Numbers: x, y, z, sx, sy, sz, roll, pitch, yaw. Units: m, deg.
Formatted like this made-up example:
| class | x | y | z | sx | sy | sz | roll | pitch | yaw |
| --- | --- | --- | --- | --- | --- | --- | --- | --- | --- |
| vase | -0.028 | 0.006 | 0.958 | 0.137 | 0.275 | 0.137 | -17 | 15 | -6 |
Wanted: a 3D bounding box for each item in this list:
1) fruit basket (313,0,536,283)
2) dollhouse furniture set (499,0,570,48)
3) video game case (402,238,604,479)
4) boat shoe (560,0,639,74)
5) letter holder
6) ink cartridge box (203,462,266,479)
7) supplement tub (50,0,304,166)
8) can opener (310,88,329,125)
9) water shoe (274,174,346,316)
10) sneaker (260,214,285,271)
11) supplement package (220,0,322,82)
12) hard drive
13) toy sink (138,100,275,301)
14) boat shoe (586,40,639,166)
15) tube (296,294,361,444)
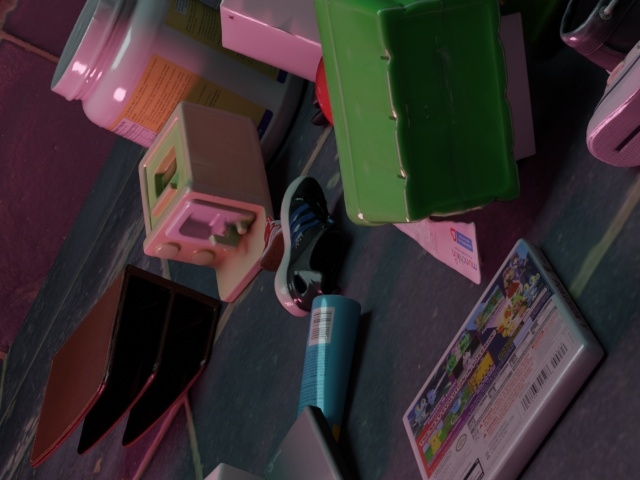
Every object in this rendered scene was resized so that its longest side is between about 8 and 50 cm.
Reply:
| class | x | y | z | sx | sy | sz | roll | pitch | yaw |
| --- | --- | --- | --- | --- | --- | --- | --- | --- | --- |
| fruit basket | 0.076 | -0.156 | 1.261 | 0.353 | 0.165 | 0.327 | -122 | 22 | -73 |
| dollhouse furniture set | 0.183 | -0.256 | 1.373 | 0.197 | 0.151 | 0.301 | -52 | -9 | -33 |
| video game case | 0.140 | 0.120 | 1.076 | 0.201 | 0.023 | 0.183 | -60 | 19 | 19 |
| boat shoe | 0.279 | -0.279 | 1.073 | 0.301 | 0.102 | 0.108 | -66 | 18 | -1 |
| letter holder | -0.291 | 0.216 | 1.942 | 0.302 | 0.152 | 0.214 | -46 | 28 | 45 |
| ink cartridge box | -0.110 | 0.358 | 1.351 | 0.154 | 0.093 | 0.212 | -47 | 24 | 44 |
| supplement tub | -0.217 | -0.249 | 2.032 | 0.241 | 0.331 | 0.241 | -53 | 21 | 32 |
| can opener | 0.019 | -0.191 | 1.752 | 0.186 | 0.073 | 0.059 | 161 | 124 | -78 |
| water shoe | 0.000 | 0.000 | 1.571 | 0.080 | 0.073 | 0.203 | -24 | 44 | 31 |
| sneaker | -0.044 | -0.015 | 1.720 | 0.118 | 0.042 | 0.067 | -47 | 29 | 49 |
| supplement package | -0.004 | -0.386 | 1.807 | 0.175 | 0.177 | 0.293 | 111 | -179 | -80 |
| hard drive | -0.009 | 0.238 | 1.287 | 0.094 | 0.022 | 0.135 | -58 | 33 | 22 |
| toy sink | -0.166 | -0.053 | 1.870 | 0.153 | 0.131 | 0.234 | -49 | 41 | 41 |
| boat shoe | 0.265 | -0.139 | 0.963 | 0.226 | 0.083 | 0.076 | -41 | 31 | 53 |
| tube | 0.002 | 0.159 | 1.371 | 0.080 | 0.052 | 0.207 | 144 | 140 | -60 |
